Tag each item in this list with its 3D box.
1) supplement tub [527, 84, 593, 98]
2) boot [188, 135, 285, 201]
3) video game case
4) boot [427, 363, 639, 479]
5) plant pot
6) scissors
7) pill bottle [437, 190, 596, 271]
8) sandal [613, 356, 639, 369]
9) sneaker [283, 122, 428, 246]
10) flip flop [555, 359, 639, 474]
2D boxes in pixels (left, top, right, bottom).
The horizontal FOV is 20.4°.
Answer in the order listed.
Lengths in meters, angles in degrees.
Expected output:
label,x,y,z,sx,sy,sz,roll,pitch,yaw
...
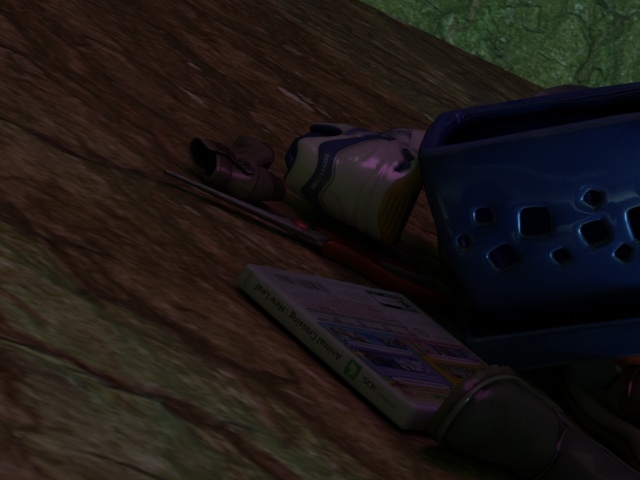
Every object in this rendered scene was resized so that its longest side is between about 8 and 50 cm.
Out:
label,x,y,z,sx,sy,sz,roll,pitch,yaw
supplement tub,0.342,-0.044,2.085,0.193,0.194,0.316,23,15,-28
boot,-0.083,-0.074,1.624,0.087,0.042,0.118,20,18,-35
video game case,0.062,0.089,1.374,0.193,0.023,0.212,39,15,34
boot,0.191,0.179,1.239,0.208,0.076,0.189,46,19,31
plant pot,0.221,-0.013,1.561,0.236,0.212,0.236,-8,9,9
scissors,0.000,0.000,1.569,0.297,0.021,0.109,21,17,-38
pill bottle,0.257,-0.034,1.743,0.272,0.152,0.152,5,10,10
sandal,0.311,0.104,1.729,0.102,0.076,0.265,37,15,28
sneaker,0.036,-0.074,1.706,0.131,0.112,0.296,23,5,2
flip flop,0.283,0.151,1.482,0.112,0.080,0.277,26,11,-19
